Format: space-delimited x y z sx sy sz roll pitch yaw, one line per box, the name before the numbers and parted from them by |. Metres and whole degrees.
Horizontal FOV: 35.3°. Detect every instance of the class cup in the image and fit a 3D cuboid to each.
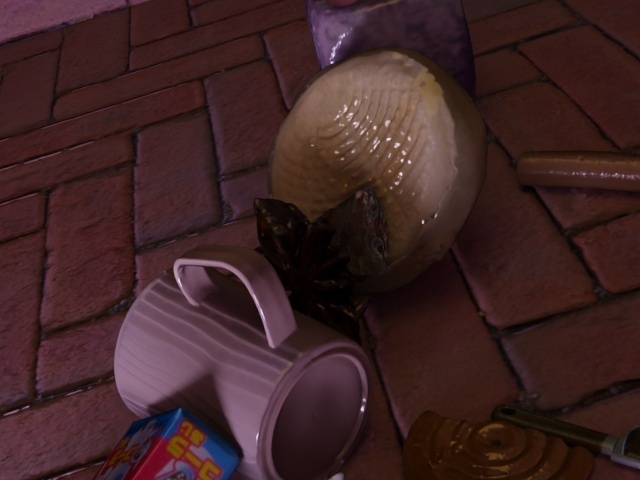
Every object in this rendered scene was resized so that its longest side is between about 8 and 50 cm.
cup | -0.090 0.139 1.236 0.273 0.288 0.208 22 13 39

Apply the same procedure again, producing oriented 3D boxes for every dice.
dice | 0.128 -0.363 1.867 0.270 0.270 0.271 -15 33 3

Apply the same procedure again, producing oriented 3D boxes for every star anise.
star anise | -0.015 0.055 1.387 0.214 0.220 0.099 29 42 36

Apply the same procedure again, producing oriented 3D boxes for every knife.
knife | 0.353 0.227 1.129 0.343 0.027 0.061 12 39 36

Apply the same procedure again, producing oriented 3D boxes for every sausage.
sausage | 0.447 -0.104 1.539 0.301 0.066 0.066 8 41 30

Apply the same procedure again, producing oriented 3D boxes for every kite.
kite | 0.002 0.000 1.444 0.229 0.016 0.127 -11 75 35

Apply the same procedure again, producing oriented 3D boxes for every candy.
candy | -0.229 0.331 1.078 0.157 0.100 0.306 -26 25 55

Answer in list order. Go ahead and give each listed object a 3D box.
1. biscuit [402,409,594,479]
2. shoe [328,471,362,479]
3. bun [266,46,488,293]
biscuit | 0.183 0.261 1.148 0.224 0.033 0.144 9 41 35
shoe | 0.094 0.331 0.975 0.124 0.159 0.316 -31 33 -22
bun | 0.100 -0.099 1.509 0.364 0.364 0.202 19 7 42
